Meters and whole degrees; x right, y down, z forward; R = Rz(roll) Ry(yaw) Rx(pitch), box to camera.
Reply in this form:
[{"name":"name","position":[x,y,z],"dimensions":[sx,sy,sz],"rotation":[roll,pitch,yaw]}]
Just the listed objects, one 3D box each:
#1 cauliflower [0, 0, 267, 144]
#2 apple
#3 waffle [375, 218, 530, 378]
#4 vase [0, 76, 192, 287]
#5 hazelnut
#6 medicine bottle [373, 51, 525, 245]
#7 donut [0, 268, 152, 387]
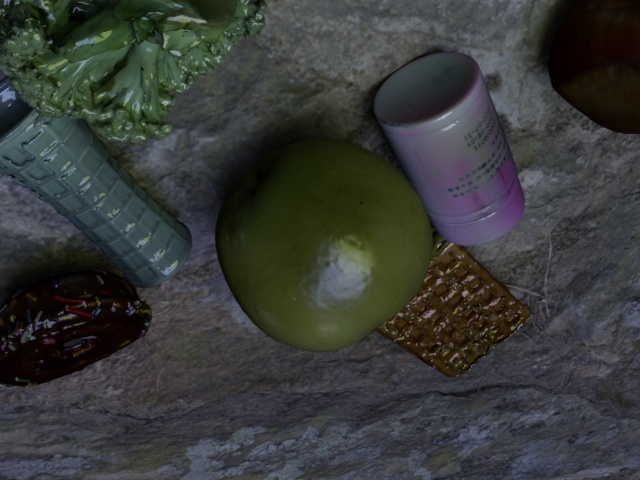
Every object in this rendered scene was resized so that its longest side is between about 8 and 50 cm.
[{"name":"cauliflower","position":[-0.186,-0.234,0.667],"dimensions":[0.272,0.250,0.275],"rotation":[35,76,-39]},{"name":"apple","position":[0.000,0.000,0.906],"dimensions":[0.254,0.292,0.292],"rotation":[40,106,-17]},{"name":"waffle","position":[0.220,0.115,1.206],"dimensions":[0.213,0.091,0.308],"rotation":[-42,129,13]},{"name":"vase","position":[-0.288,-0.061,0.845],"dimensions":[0.143,0.143,0.299],"rotation":[-32,133,5]},{"name":"hazelnut","position":[0.440,-0.259,0.940],"dimensions":[0.230,0.229,0.229],"rotation":[-11,129,-13]},{"name":"medicine bottle","position":[0.192,-0.124,0.968],"dimensions":[0.152,0.152,0.254],"rotation":[-31,131,4]},{"name":"donut","position":[-0.356,0.119,0.942],"dimensions":[0.235,0.089,0.235],"rotation":[-24,160,-10]}]
